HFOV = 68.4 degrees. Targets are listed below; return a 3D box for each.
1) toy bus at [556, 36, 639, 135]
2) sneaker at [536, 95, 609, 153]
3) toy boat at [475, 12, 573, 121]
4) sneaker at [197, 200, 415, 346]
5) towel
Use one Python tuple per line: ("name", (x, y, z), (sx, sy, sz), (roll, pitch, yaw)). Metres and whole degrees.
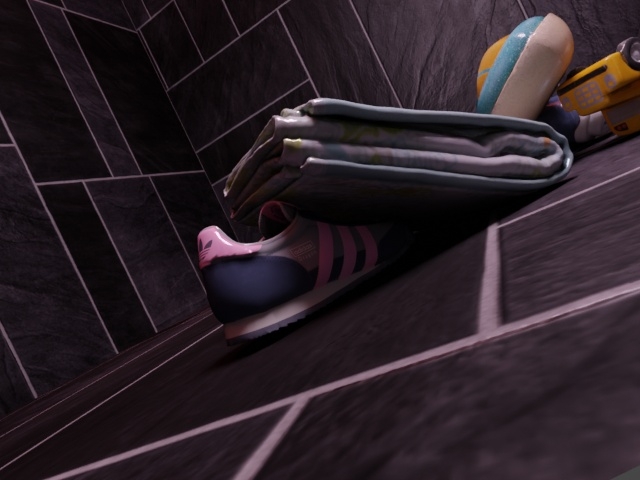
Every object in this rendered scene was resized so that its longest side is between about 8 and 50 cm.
("toy bus", (0.539, -0.265, 0.735), (0.332, 0.130, 0.108), (-26, 2, -17))
("sneaker", (0.511, -0.242, 0.996), (0.236, 0.130, 0.322), (-16, 2, 28))
("toy boat", (0.283, -0.221, 0.787), (0.318, 0.148, 0.267), (-57, -15, -3))
("sneaker", (0.000, 0.000, 0.561), (0.112, 0.131, 0.318), (-26, -1, 43))
("towel", (0.077, -0.081, 0.635), (0.373, 0.090, 0.320), (2, -9, -23))
